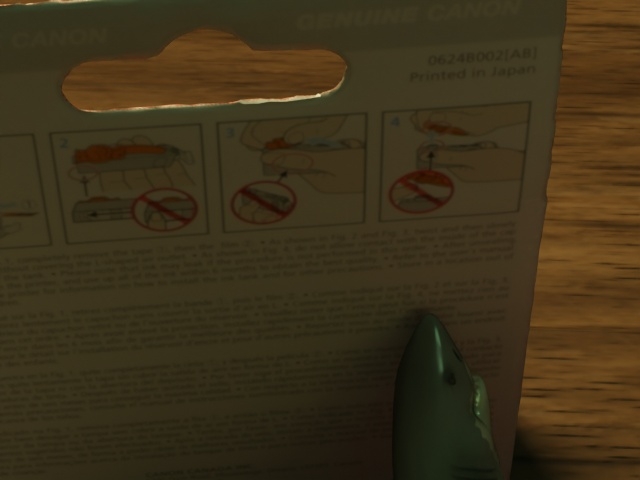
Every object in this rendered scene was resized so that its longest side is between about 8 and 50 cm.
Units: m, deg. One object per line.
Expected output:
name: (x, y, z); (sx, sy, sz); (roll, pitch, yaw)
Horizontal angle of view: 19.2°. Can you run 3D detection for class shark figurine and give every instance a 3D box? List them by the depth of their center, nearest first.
shark figurine: (0.079, 0.189, 0.866); (0.116, 0.166, 0.278); (-14, 49, -26)

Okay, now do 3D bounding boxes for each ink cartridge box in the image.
ink cartridge box: (-0.052, 0.000, 0.919); (0.308, 0.385, 0.091); (-4, 49, -4)
